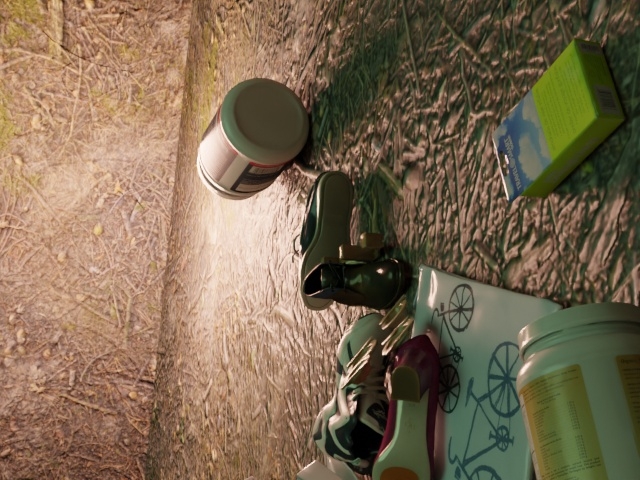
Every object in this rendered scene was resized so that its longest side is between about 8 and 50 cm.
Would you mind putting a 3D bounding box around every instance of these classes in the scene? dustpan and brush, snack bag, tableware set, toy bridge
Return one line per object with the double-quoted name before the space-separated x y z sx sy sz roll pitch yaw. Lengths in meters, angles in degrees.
"dustpan and brush" 0.067 0.449 1.422 0.211 0.060 0.147 -129 32 -67
"snack bag" 0.190 0.210 1.145 0.342 0.037 0.323 -163 80 -68
"tableware set" 0.080 0.147 1.260 0.141 0.020 0.169 -49 3 10
"toy bridge" 0.062 0.023 1.488 0.188 0.063 0.026 147 125 -63

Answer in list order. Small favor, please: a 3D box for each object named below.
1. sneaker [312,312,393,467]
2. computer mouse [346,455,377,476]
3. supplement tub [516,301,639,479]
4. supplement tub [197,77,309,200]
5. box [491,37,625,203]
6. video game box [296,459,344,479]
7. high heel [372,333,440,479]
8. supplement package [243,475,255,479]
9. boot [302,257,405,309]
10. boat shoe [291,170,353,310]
"sneaker" 0.078 0.234 1.351 0.153 0.094 0.235 19 82 62
"computer mouse" 0.109 0.335 1.362 0.242 0.041 0.071 -7 73 63
"supplement tub" 0.262 0.172 0.820 0.144 0.144 0.200 127 142 -55
"supplement tub" -0.152 -0.210 1.917 0.272 0.191 0.191 140 130 -62
"box" 0.264 -0.128 1.011 0.178 0.042 0.109 125 144 -54
"video game box" 0.059 0.435 1.285 0.205 0.048 0.187 18 136 58
"high heel" 0.122 0.250 1.199 0.117 0.082 0.244 -40 -51 -63
"supplement package" -0.195 0.637 1.906 0.134 0.139 0.244 53 140 25
"boot" 0.052 0.072 1.445 0.219 0.106 0.082 150 121 -66
"boat shoe" 0.000 0.000 1.614 0.079 0.095 0.255 175 100 -67
